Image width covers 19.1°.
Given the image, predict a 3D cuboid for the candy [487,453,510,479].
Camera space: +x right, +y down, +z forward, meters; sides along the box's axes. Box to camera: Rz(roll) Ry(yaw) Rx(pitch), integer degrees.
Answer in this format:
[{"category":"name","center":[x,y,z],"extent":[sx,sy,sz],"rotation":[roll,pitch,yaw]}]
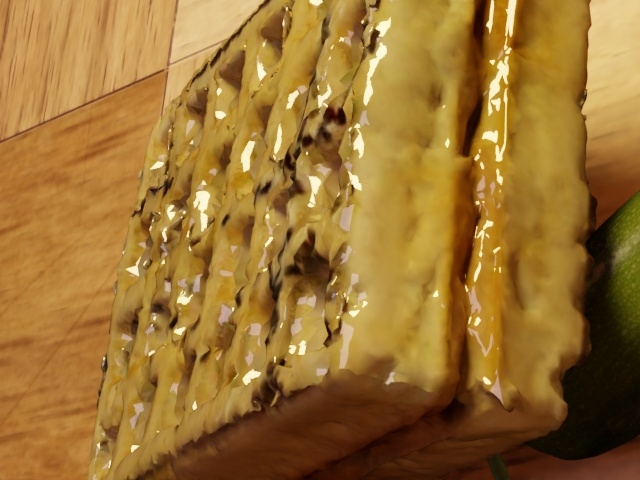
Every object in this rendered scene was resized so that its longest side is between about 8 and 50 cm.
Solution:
[{"category":"candy","center":[0.088,0.124,0.864],"extent":[0.060,0.060,0.201],"rotation":[-53,29,24]}]

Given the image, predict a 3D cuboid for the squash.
[{"category":"squash","center":[0.182,-0.013,0.760],"extent":[0.331,0.087,0.087],"rotation":[-42,44,33]}]

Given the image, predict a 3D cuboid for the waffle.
[{"category":"waffle","center":[0.001,0.000,0.909],"extent":[0.376,0.114,0.261],"rotation":[141,142,-61]}]
